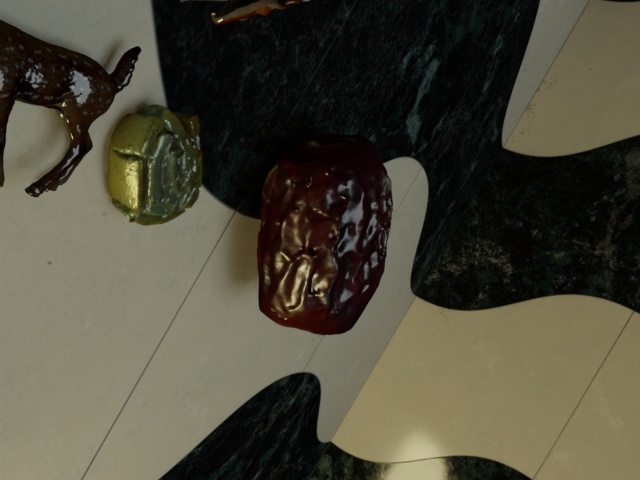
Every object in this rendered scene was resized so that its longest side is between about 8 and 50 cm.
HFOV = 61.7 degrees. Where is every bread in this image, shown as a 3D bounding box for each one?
[{"bbox_3d":[-0.204,-0.093,0.671,0.117,0.064,0.156,-35,147,-42],"label":"bread"}]

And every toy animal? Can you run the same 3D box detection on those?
[{"bbox_3d":[-0.274,-0.169,0.477,0.260,0.087,0.243,-66,167,11],"label":"toy animal"}]

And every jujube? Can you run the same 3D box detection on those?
[{"bbox_3d":[0.000,0.000,0.944,0.258,0.258,0.377,-32,131,-43],"label":"jujube"}]

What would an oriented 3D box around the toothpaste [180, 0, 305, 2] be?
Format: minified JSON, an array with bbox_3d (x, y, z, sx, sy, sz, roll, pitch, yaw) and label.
[{"bbox_3d":[-0.089,-0.322,0.677,0.218,0.033,0.052,-21,130,-46],"label":"toothpaste"}]

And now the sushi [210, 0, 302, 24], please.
[{"bbox_3d":[-0.017,-0.380,0.620,0.332,0.124,0.130,-50,141,-23],"label":"sushi"}]
